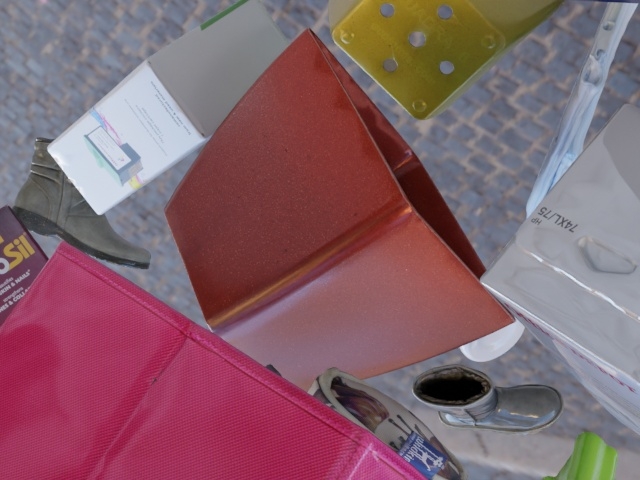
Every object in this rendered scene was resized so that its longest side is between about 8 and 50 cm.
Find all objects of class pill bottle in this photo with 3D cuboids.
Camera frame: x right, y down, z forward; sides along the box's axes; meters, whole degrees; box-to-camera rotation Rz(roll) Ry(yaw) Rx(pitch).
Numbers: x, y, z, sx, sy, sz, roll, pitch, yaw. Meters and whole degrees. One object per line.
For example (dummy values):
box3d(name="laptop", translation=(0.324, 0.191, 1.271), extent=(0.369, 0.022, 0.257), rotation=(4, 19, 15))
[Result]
box3d(name="pill bottle", translation=(0.222, 0.085, 1.912), extent=(0.208, 0.119, 0.119), rotation=(51, 167, 45))

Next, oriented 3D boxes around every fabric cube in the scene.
box3d(name="fabric cube", translation=(-0.083, 0.202, 0.693), extent=(0.259, 0.258, 0.254), rotation=(27, 166, 38))

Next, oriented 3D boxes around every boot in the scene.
box3d(name="boot", translation=(0.224, 0.204, 1.580), extent=(0.190, 0.076, 0.208), rotation=(-10, 155, 7))
box3d(name="boot", translation=(-0.361, -0.061, 1.911), extent=(0.247, 0.161, 0.083), rotation=(24, 178, -6))

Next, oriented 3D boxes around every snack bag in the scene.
box3d(name="snack bag", translation=(0.303, -0.214, 1.244), extent=(0.037, 0.323, 0.342), rotation=(23, 161, 8))

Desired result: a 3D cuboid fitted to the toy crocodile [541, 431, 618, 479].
box3d(name="toy crocodile", translation=(0.209, 0.297, 1.055), extent=(0.105, 0.115, 0.340), rotation=(11, 136, 16))

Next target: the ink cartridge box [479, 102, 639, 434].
box3d(name="ink cartridge box", translation=(0.312, 0.062, 0.985), extent=(0.270, 0.197, 0.198), rotation=(41, 177, -38))

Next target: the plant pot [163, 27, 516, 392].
box3d(name="plant pot", translation=(0.000, 0.000, 1.227), extent=(0.236, 0.267, 0.267), rotation=(-35, 140, 10))

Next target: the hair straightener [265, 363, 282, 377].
box3d(name="hair straightener", translation=(-0.008, 0.177, 0.916), extent=(0.230, 0.047, 0.089), rotation=(37, 110, 14))

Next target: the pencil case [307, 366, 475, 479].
box3d(name="pencil case", translation=(-0.029, 0.323, 1.034), extent=(0.183, 0.410, 0.160), rotation=(34, -178, 24))

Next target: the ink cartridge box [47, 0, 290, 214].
box3d(name="ink cartridge box", translation=(-0.185, -0.165, 1.503), extent=(0.278, 0.201, 0.117), rotation=(-27, 101, 49))

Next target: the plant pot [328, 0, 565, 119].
box3d(name="plant pot", translation=(0.129, -0.260, 1.362), extent=(0.212, 0.187, 0.212), rotation=(43, 125, -8))

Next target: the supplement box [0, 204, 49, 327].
box3d(name="supplement box", translation=(-0.310, 0.070, 1.230), extent=(0.188, 0.104, 0.081), rotation=(55, 158, -8))
